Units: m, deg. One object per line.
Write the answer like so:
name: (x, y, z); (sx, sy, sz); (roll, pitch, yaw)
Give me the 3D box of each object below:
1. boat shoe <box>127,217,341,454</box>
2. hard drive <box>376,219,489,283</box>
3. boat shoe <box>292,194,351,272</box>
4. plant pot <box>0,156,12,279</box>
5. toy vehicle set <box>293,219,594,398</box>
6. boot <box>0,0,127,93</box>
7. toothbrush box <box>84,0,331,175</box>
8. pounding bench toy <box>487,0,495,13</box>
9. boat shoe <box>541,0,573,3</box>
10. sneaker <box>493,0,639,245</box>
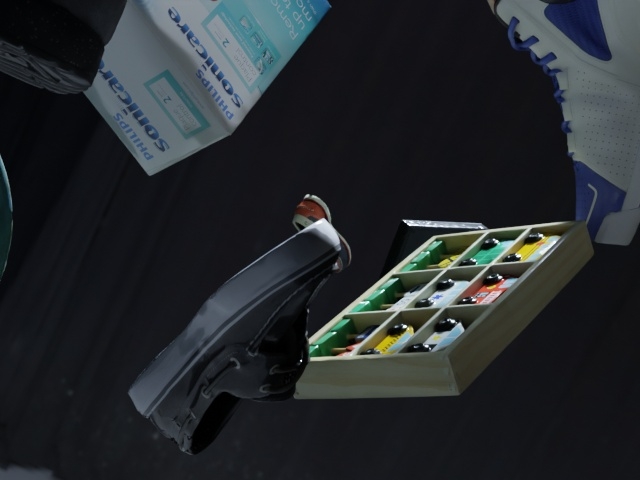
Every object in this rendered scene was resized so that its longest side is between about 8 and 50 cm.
boat shoe: (-0.045, 0.071, 0.839); (0.076, 0.228, 0.080); (51, 41, 6)
hard drive: (0.135, 0.023, 1.603); (0.135, 0.094, 0.022); (2, 27, -40)
boat shoe: (0.000, 0.000, 1.702); (0.049, 0.043, 0.137); (11, -33, 30)
plant pot: (-0.557, -0.020, 1.386); (0.341, 0.341, 0.334); (31, 12, 16)
toy vehicle set: (0.107, 0.057, 1.153); (0.166, 0.035, 0.267); (-7, 19, 38)
boot: (-0.262, -0.263, 0.907); (0.338, 0.222, 0.118); (26, -11, -17)
toothbrush box: (-0.141, -0.243, 1.400); (0.216, 0.126, 0.295); (54, 38, -17)
pounding bench toy: (0.194, -0.244, 1.327); (0.083, 0.052, 0.065); (64, 15, -5)
boat shoe: (0.107, -0.359, 0.773); (0.187, 0.156, 0.500); (28, -29, 56)
sneaker: (0.245, -0.165, 1.241); (0.182, 0.315, 0.127); (12, 10, 16)
